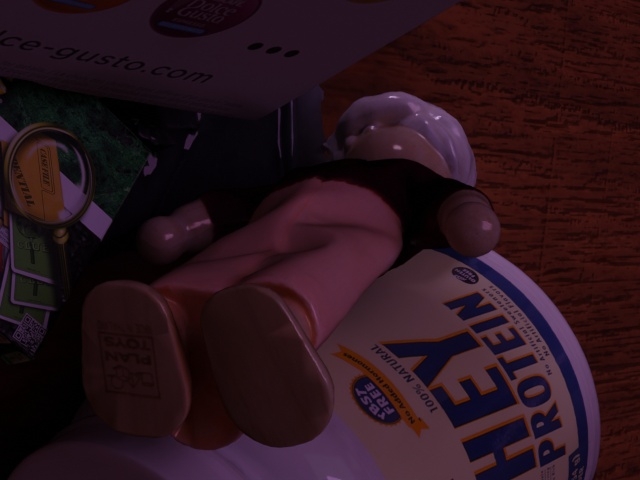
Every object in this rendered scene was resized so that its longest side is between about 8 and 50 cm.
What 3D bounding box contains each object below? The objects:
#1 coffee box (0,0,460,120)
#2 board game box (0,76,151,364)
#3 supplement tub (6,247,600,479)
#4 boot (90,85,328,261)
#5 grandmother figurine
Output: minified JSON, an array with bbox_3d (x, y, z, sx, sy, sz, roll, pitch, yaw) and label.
[{"bbox_3d":[-0.061,-0.284,0.596,0.338,0.334,0.338,3,66,-51],"label":"coffee box"},{"bbox_3d":[-0.196,-0.074,0.642,0.259,0.030,0.136,45,50,-29],"label":"board game box"},{"bbox_3d":[-0.004,0.145,0.842,0.325,0.235,0.235,-28,101,-50],"label":"supplement tub"},{"bbox_3d":[-0.195,-0.156,0.790,0.445,0.146,0.367,-5,82,-46],"label":"boot"},{"bbox_3d":[0.000,0.000,0.766,0.342,0.208,0.104,-39,135,-60],"label":"grandmother figurine"}]
